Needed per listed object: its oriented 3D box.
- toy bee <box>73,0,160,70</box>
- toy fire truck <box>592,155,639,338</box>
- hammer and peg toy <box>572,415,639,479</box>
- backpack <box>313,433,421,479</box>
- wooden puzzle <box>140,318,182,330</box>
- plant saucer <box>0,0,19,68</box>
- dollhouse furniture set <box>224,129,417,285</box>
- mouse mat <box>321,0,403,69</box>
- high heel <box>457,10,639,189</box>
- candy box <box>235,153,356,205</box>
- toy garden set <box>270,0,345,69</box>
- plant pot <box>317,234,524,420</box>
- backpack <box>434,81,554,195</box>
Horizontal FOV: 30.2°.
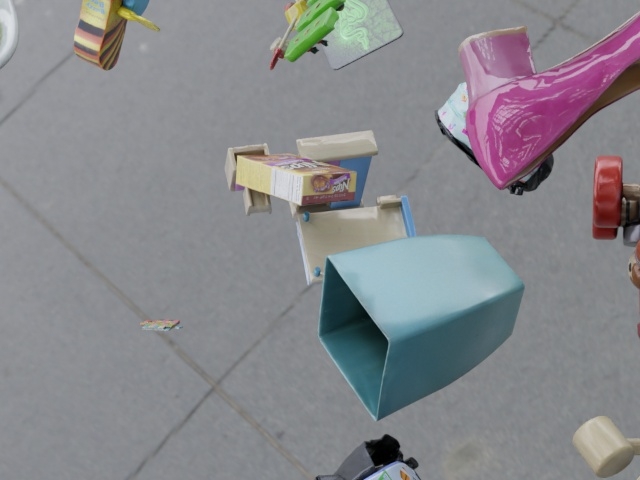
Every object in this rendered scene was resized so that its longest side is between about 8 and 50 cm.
[{"bbox_3d":[-0.359,-0.423,1.957,0.195,0.162,0.298,5,106,15],"label":"toy bee"},{"bbox_3d":[0.468,0.020,1.676,0.169,0.302,0.253,2,82,13],"label":"toy fire truck"},{"bbox_3d":[0.385,0.398,1.583,0.266,0.361,0.127,0,38,-26],"label":"hammer and peg toy"},{"bbox_3d":[0.035,0.384,1.489,0.276,0.263,0.213,-33,68,-5],"label":"backpack"},{"bbox_3d":[-0.276,0.146,2.053,0.083,0.049,0.006,2,103,17],"label":"wooden puzzle"},{"bbox_3d":[-0.672,-0.382,1.859,0.100,0.400,0.400,-42,46,32],"label":"plant saucer"},{"bbox_3d":[0.000,0.000,2.053,0.286,0.198,0.303,-8,61,-10],"label":"dollhouse furniture set"},{"bbox_3d":[0.068,-0.410,2.270,0.153,0.007,0.189,-27,44,8],"label":"mouse mat"},{"bbox_3d":[0.343,-0.157,1.289,0.377,0.127,0.181,-11,66,4],"label":"high heel"},{"bbox_3d":[-0.041,-0.101,1.918,0.187,0.109,0.053,21,112,49],"label":"candy box"},{"bbox_3d":[-0.006,-0.372,1.974,0.204,0.049,0.244,-32,29,45],"label":"toy garden set"},{"bbox_3d":[0.141,0.094,1.585,0.234,0.165,0.165,-18,49,-23],"label":"plant pot"},{"bbox_3d":[0.258,-0.166,1.780,0.115,0.182,0.152,-50,34,13],"label":"backpack"}]
